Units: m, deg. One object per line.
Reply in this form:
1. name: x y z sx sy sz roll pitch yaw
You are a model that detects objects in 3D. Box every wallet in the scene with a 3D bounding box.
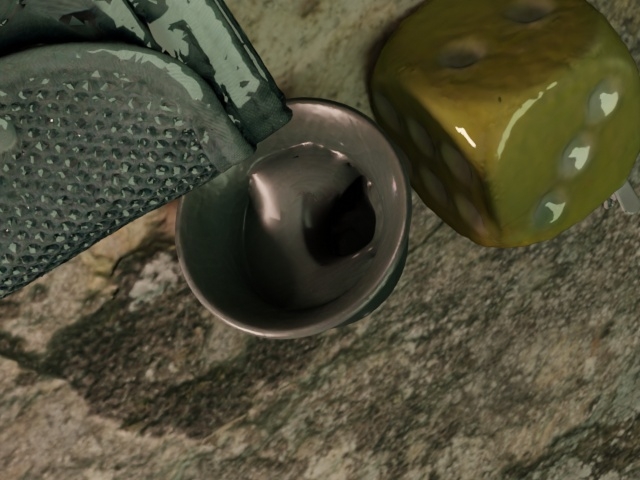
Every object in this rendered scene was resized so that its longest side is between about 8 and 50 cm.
1. wallet: -0.217 -0.081 1.219 0.342 0.075 0.237 -29 117 8

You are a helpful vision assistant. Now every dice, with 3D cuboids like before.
1. dice: 0.158 -0.110 1.538 0.169 0.169 0.166 -34 134 -15

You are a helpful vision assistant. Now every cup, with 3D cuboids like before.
1. cup: 0.000 0.000 1.505 0.199 0.199 0.150 -49 154 0

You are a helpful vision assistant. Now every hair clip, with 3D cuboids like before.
1. hair clip: 0.284 -0.071 1.764 0.030 0.039 0.115 -41 134 -16
